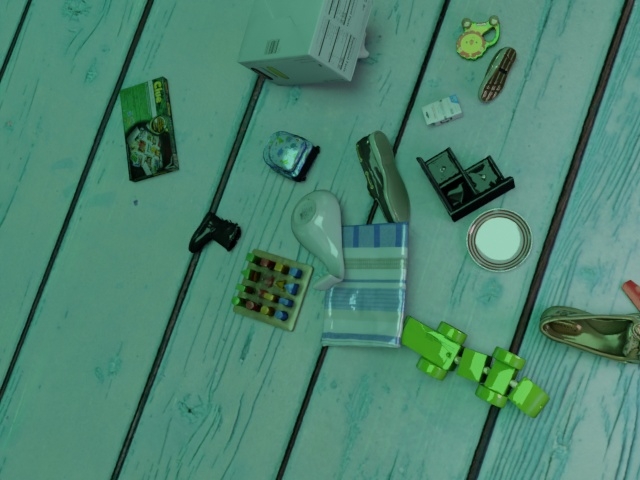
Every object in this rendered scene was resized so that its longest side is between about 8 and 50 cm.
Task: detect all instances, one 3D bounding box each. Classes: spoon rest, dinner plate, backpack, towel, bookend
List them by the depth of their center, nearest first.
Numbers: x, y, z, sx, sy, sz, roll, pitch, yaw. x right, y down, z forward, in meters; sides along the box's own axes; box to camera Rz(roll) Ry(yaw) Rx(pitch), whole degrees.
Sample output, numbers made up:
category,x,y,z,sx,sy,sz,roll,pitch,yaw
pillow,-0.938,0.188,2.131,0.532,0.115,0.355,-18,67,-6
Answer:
category,x,y,z,sx,sy,sz,roll,pitch,yaw
dinner plate,0.391,0.000,1.598,0.141,0.017,0.141,-4,78,17
bookend,0.321,-0.149,1.619,0.157,0.072,0.156,-30,72,10
towel,0.097,0.099,1.633,0.209,0.034,0.285,-2,78,35
spoon rest,0.000,0.000,1.670,0.137,0.084,0.276,-33,48,24
backpack,-0.079,-0.208,1.752,0.114,0.084,0.105,26,86,23

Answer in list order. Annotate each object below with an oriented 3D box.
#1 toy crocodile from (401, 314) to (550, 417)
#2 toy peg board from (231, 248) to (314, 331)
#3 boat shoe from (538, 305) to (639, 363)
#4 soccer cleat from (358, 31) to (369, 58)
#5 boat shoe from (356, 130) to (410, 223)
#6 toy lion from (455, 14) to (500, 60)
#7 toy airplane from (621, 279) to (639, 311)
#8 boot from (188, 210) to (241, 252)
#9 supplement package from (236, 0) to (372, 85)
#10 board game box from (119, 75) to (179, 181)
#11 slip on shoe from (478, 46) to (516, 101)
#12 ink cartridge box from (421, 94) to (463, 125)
category,x,y,z,sx,sy,sz,roll,pitch,yaw
toy crocodile,0.315,0.259,1.536,0.340,0.105,0.115,24,88,25
toy peg board,-0.122,0.111,1.707,0.161,0.079,0.161,17,85,20
boat shoe,0.579,0.194,1.452,0.285,0.089,0.104,5,95,22
soccer cleat,0.073,-0.520,1.781,0.076,0.068,0.196,7,62,-24
boat shoe,0.141,-0.133,1.674,0.069,0.081,0.227,-21,81,39
toy lion,0.364,-0.465,1.691,0.100,0.034,0.096,-1,86,17
toy airplane,0.689,0.125,1.472,0.151,0.028,0.151,-3,80,16
boot,-0.257,-0.004,1.793,0.099,0.045,0.121,30,89,17
supplement package,-0.040,-0.487,1.709,0.262,0.145,0.204,9,82,47
board game box,-0.451,-0.291,1.917,0.136,0.030,0.259,-14,76,17
slip on shoe,0.394,-0.377,1.658,0.135,0.051,0.041,-65,30,6
ink cartridge box,0.280,-0.297,1.683,0.083,0.028,0.048,-19,74,13
